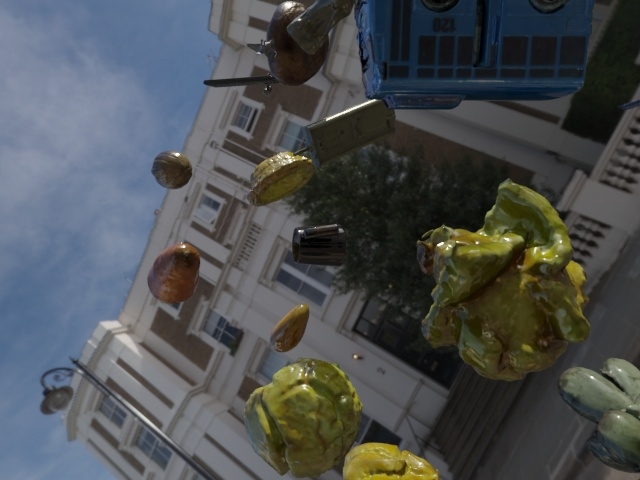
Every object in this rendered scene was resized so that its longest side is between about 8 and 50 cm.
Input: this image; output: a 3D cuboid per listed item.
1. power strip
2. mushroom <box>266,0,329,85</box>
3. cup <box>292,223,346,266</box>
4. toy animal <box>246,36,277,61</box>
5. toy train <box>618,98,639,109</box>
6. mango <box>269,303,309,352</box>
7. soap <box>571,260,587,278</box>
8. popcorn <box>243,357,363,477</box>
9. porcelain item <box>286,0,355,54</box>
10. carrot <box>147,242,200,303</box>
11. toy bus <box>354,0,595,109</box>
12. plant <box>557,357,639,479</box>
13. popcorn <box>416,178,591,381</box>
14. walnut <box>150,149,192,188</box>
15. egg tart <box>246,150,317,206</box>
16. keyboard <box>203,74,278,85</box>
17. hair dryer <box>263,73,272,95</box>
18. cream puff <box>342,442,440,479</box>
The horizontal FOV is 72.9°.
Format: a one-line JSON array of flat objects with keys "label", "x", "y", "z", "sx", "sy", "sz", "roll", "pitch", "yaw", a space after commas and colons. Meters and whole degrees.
[{"label": "power strip", "x": 0.054, "y": -0.238, "z": 0.960, "sx": 0.268, "sy": 0.034, "sz": 0.092, "roll": -28, "pitch": -65, "yaw": -21}, {"label": "mushroom", "x": -0.055, "y": -0.531, "z": 1.171, "sx": 0.194, "sy": 0.138, "sz": 0.231, "roll": 92, "pitch": -163, "yaw": -62}, {"label": "cup", "x": -0.004, "y": -0.009, "z": 1.652, "sx": 0.177, "sy": 0.166, "sz": 0.239, "roll": 1, "pitch": -48, "yaw": -15}, {"label": "toy animal", "x": -0.116, "y": -0.409, "z": 0.912, "sx": 0.050, "sy": 0.084, "sz": 0.028, "roll": -53, "pitch": -24, "yaw": 13}, {"label": "toy train", "x": 0.844, "y": -0.365, "z": 1.156, "sx": 0.017, "sy": 0.083, "sz": 0.017, "roll": -3, "pitch": -96, "yaw": -37}, {"label": "mango", "x": -0.084, "y": 0.253, "z": 1.231, "sx": 0.102, "sy": 0.085, "sz": 0.184, "roll": -34, "pitch": -16, "yaw": -51}, {"label": "soap", "x": 0.781, "y": 0.098, "z": 1.395, "sx": 0.045, "sy": 0.140, "sz": 0.089, "roll": -12, "pitch": -46, "yaw": -33}, {"label": "popcorn", "x": -0.032, "y": 0.327, "z": 0.803, "sx": 0.221, "sy": 0.204, "sz": 0.184, "roll": -27, "pitch": -7, "yaw": 17}, {"label": "porcelain item", "x": 0.028, "y": -0.498, "z": 0.916, "sx": 0.216, "sy": 0.081, "sz": 0.069, "roll": -37, "pitch": 17, "yaw": 32}, {"label": "carrot", "x": -0.426, "y": 0.085, "z": 1.311, "sx": 0.159, "sy": 0.159, "sz": 0.225, "roll": -45, "pitch": 3, "yaw": -37}, {"label": "toy bus", "x": 0.123, "y": -0.169, "z": 0.376, "sx": 0.090, "sy": 0.185, "sz": 0.106, "roll": -95, "pitch": 4, "yaw": -77}, {"label": "plant", "x": 0.367, "y": 0.223, "z": 0.454, "sx": 0.149, "sy": 0.146, "sz": 0.274, "roll": -57, "pitch": 7, "yaw": 16}, {"label": "popcorn", "x": 0.315, "y": 0.069, "z": 0.736, "sx": 0.321, "sy": 0.290, "sz": 0.325, "roll": 66, "pitch": -134, "yaw": -85}, {"label": "walnut", "x": -0.533, "y": -0.253, "z": 1.558, "sx": 0.140, "sy": 0.162, "sz": 0.140, "roll": -10, "pitch": -72, "yaw": -32}, {"label": "egg tart", "x": -0.177, "y": -0.273, "z": 1.822, "sx": 0.345, "sy": 0.132, "sz": 0.345, "roll": -30, "pitch": -5, "yaw": -3}, {"label": "keyboard", "x": -0.246, "y": -0.552, "z": 1.502, "sx": 0.101, "sy": 0.310, "sz": 0.018, "roll": -46, "pitch": -45, "yaw": -73}, {"label": "hair dryer", "x": -0.207, "y": -0.620, "z": 1.712, "sx": 0.047, "sy": 0.026, "sz": 0.083, "roll": -75, "pitch": -2, "yaw": -46}, {"label": "cream puff", "x": 0.201, "y": 0.696, "z": 1.138, "sx": 0.291, "sy": 0.257, "sz": 0.324, "roll": -21, "pitch": -85, "yaw": -86}]
